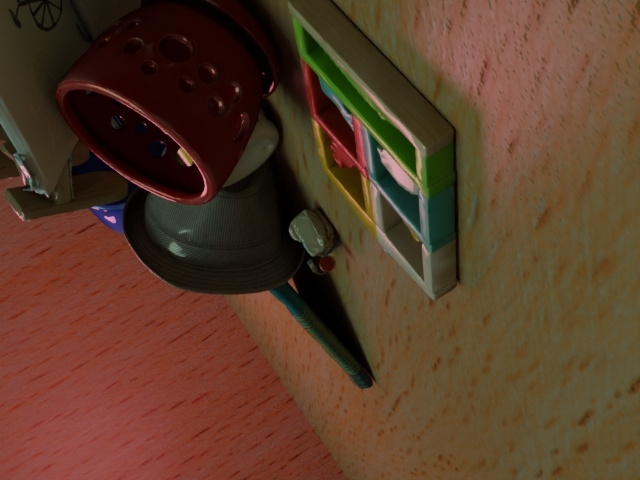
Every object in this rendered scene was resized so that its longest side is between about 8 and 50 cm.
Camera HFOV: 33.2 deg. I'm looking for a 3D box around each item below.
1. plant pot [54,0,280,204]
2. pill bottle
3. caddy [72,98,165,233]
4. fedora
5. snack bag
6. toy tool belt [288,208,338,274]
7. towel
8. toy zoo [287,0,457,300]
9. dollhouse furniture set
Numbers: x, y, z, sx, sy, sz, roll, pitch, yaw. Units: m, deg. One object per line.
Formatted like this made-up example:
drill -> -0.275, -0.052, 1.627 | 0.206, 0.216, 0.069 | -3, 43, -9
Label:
plant pot -> -0.144, -0.158, 1.096 | 0.191, 0.174, 0.191 | 29, 160, 12
pill bottle -> -0.153, -0.177, 1.309 | 0.215, 0.117, 0.117 | 55, 169, 15
caddy -> -0.343, -0.176, 1.818 | 0.341, 0.241, 0.179 | 51, 172, 27
fedora -> -0.136, -0.056, 1.413 | 0.275, 0.243, 0.124 | -109, 25, -57
snack bag -> -0.255, -0.264, 1.079 | 0.037, 0.343, 0.323 | 13, 149, 18
toy tool belt -> 0.000, 0.000, 1.347 | 0.083, 0.052, 0.051 | 59, -160, 8
towel -> -0.071, 0.066, 1.647 | 0.271, 0.040, 0.370 | 47, 177, 46
toy zoo -> 0.053, -0.065, 0.959 | 0.192, 0.030, 0.293 | 51, 167, 28
dollhouse furniture set -> -0.330, -0.282, 1.364 | 0.394, 0.256, 0.362 | 36, 133, 48
